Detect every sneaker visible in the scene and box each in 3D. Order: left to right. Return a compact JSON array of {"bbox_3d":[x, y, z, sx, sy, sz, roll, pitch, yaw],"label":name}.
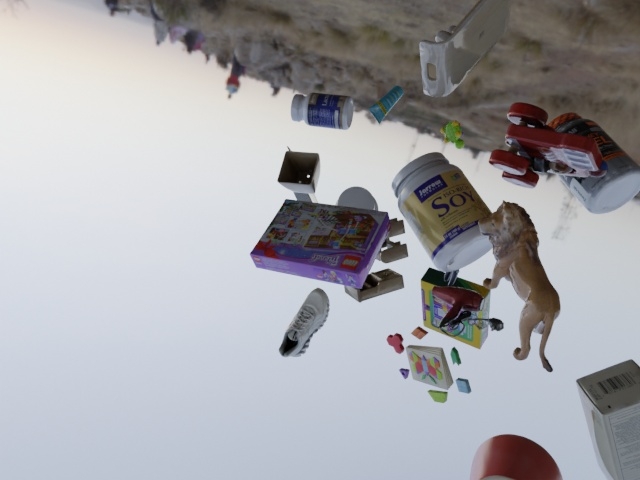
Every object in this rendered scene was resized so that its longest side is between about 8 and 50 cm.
[{"bbox_3d":[-0.061,0.309,2.042,0.110,0.292,0.118,31,-167,23],"label":"sneaker"}]

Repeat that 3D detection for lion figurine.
[{"bbox_3d":[0.513,0.105,1.385,0.142,0.240,0.392,-11,-126,-15],"label":"lion figurine"}]

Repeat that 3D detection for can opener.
[{"bbox_3d":[0.465,0.104,1.955,0.073,0.186,0.059,-16,-128,-12],"label":"can opener"}]

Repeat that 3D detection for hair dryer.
[{"bbox_3d":[0.481,0.229,1.955,0.223,0.080,0.293,-1,-159,-17],"label":"hair dryer"}]

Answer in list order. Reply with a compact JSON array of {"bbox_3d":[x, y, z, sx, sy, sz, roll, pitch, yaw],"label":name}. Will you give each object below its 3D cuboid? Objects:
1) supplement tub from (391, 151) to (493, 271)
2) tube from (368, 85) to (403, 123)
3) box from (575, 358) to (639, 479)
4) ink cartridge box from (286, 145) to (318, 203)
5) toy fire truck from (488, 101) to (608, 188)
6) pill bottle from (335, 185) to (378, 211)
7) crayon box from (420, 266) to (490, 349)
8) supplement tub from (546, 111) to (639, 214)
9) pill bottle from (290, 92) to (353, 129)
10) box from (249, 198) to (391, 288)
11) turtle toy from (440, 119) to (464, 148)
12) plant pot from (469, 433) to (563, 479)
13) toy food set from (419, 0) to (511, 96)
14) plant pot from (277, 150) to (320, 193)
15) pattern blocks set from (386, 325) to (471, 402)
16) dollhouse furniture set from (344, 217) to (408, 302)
[{"bbox_3d":[0.395,-0.093,1.782,0.241,0.241,0.331,-4,-124,-44],"label":"supplement tub"},{"bbox_3d":[0.276,-0.577,2.352,0.207,0.080,0.052,-50,-164,-30],"label":"tube"},{"bbox_3d":[0.717,0.447,1.302,0.148,0.311,0.121,-22,-154,4],"label":"box"},{"bbox_3d":[-0.079,-0.225,2.486,0.071,0.330,0.324,-26,172,6],"label":"ink cartridge box"},{"bbox_3d":[0.607,-0.225,1.460,0.254,0.169,0.302,24,-178,35],"label":"toy fire truck"},{"bbox_3d":[0.134,-0.098,2.070,0.162,0.162,0.278,18,170,9],"label":"pill bottle"},{"bbox_3d":[0.655,0.331,2.716,0.313,0.363,0.106,19,-129,30],"label":"crayon box"},{"bbox_3d":[0.909,-0.270,1.900,0.207,0.207,0.338,3,-134,-31],"label":"supplement tub"},{"bbox_3d":[0.008,-0.589,2.530,0.264,0.153,0.153,9,-162,13],"label":"pill bottle"},{"bbox_3d":[0.000,0.000,1.357,0.293,0.057,0.201,10,-129,28],"label":"box"},{"bbox_3d":[0.589,-0.461,2.443,0.066,0.130,0.095,-11,172,-37],"label":"turtle toy"},{"bbox_3d":[0.545,0.729,1.606,0.275,0.275,0.243,25,-168,26],"label":"plant pot"},{"bbox_3d":[0.349,-0.513,1.340,0.092,0.306,0.220,40,175,21],"label":"toy food set"},{"bbox_3d":[-0.055,-0.197,1.692,0.109,0.109,0.096,8,159,18],"label":"plant pot"},{"bbox_3d":[0.376,0.440,1.964,0.026,0.285,0.325,-23,180,-34],"label":"pattern blocks set"},{"bbox_3d":[0.150,0.044,1.720,0.161,0.242,0.212,-15,-164,-17],"label":"dollhouse furniture set"}]
